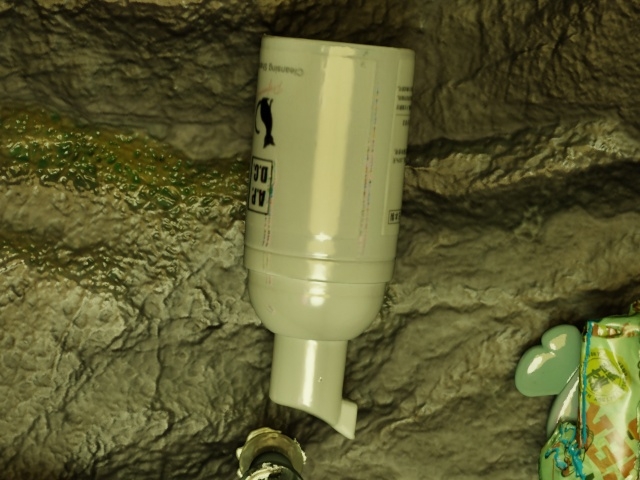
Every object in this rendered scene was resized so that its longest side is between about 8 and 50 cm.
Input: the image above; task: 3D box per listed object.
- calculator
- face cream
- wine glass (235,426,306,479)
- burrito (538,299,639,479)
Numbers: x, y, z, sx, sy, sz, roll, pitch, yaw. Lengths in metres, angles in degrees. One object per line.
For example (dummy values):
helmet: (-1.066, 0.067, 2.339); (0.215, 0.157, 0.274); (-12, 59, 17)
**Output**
calculator: (0.327, 0.177, 1.718); (0.299, 0.041, 0.185); (30, 101, -2)
face cream: (0.000, 0.000, 1.646); (0.145, 0.145, 0.370); (5, 95, -2)
wine glass: (-0.048, 0.226, 1.666); (0.072, 0.155, 0.072); (0, 97, -2)
burrito: (0.258, 0.197, 1.677); (0.104, 0.054, 0.288); (2, 102, 6)
